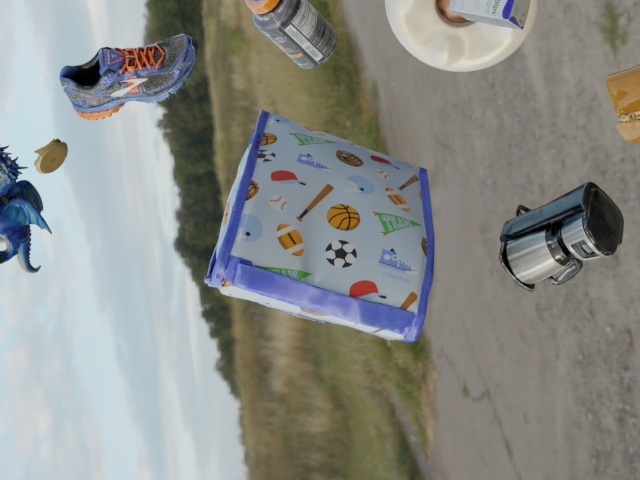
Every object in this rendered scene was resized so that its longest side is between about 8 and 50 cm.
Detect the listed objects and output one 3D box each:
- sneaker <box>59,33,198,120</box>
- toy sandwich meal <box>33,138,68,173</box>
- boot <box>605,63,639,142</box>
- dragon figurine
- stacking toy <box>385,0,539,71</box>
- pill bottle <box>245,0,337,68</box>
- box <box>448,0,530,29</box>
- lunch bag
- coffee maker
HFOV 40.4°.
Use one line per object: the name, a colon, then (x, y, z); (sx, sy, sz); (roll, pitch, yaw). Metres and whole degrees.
sneaker: (-0.276, -0.241, 1.245); (0.087, 0.221, 0.083); (48, -155, -55)
toy sandwich meal: (-0.555, -0.175, 1.785); (0.029, 0.085, 0.085); (38, 155, 19)
boot: (0.616, -0.186, 1.442); (0.295, 0.211, 0.104); (52, -132, -23)
dragon figurine: (-0.497, -0.041, 1.431); (0.085, 0.144, 0.289); (55, 177, 44)
stacking toy: (0.362, -0.665, 2.139); (0.479, 0.351, 0.350); (-71, -17, -50)
pill bottle: (-0.075, -0.530, 2.098); (0.246, 0.131, 0.130); (35, -143, -49)
box: (0.362, -0.504, 1.853); (0.126, 0.137, 0.072); (-7, -67, -63)
lunch bag: (0.000, 0.000, 1.387); (0.385, 0.328, 0.238); (-89, 17, -60)
coffee maker: (0.395, -0.023, 1.440); (0.178, 0.120, 0.171); (-29, 51, 42)
